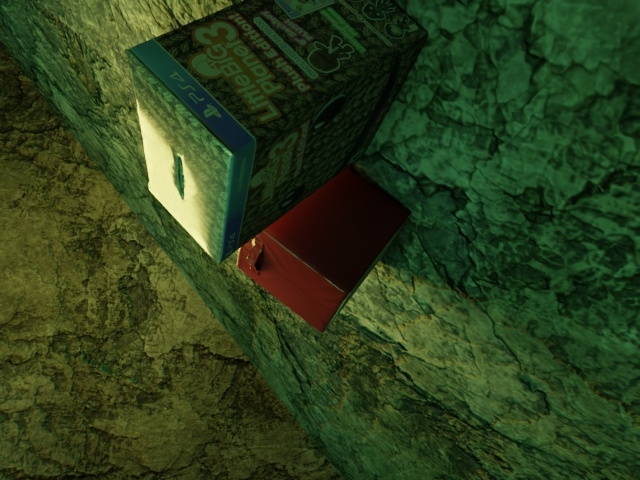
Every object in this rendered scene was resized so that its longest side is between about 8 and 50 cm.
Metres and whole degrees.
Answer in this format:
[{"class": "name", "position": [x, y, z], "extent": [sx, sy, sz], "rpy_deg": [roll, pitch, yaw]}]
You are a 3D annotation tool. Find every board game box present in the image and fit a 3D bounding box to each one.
[{"class": "board game box", "position": [-0.051, -0.148, 0.539], "extent": [0.141, 0.291, 0.232], "rpy_deg": [45, 152, 9]}]

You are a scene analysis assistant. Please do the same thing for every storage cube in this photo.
[{"class": "storage cube", "position": [0.000, 0.000, 0.740], "extent": [0.193, 0.215, 0.183], "rpy_deg": [37, 149, 9]}]
